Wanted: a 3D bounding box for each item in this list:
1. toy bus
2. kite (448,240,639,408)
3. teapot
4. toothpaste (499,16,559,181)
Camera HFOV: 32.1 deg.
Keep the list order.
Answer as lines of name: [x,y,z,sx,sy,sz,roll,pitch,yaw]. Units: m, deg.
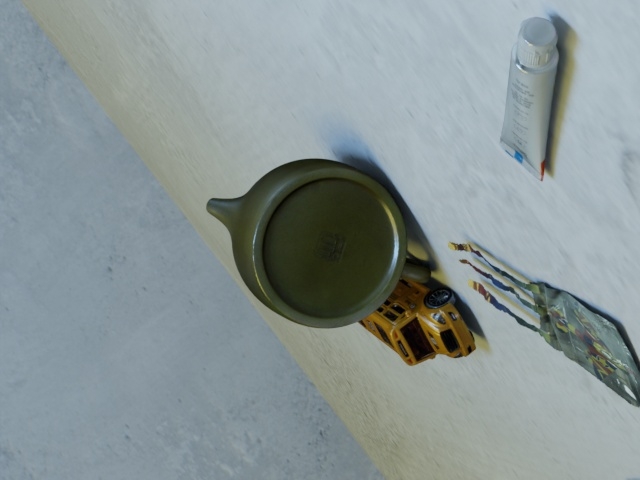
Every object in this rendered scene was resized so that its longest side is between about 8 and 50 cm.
toy bus: [0.102,0.089,1.352,0.194,0.088,0.083,34,158,55]
kite: [0.215,0.072,1.064,0.245,0.015,0.141,34,158,44]
teapot: [0.000,0.000,1.278,0.268,0.185,0.175,18,-175,-19]
toothpaste: [0.148,-0.097,0.789,0.048,0.031,0.190,44,169,20]
